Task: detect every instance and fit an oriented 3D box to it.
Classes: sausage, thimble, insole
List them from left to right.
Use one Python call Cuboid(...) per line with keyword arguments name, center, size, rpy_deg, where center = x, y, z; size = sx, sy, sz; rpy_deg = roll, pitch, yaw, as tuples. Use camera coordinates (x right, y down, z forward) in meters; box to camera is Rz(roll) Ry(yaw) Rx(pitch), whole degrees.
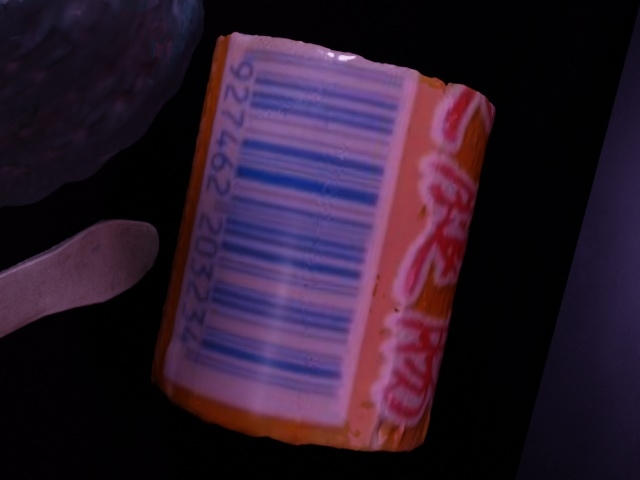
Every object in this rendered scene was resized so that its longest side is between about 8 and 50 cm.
Cuboid(name="thimble", center=(-0.159, -0.136, 0.486), size=(0.235, 0.198, 0.143), rpy_deg=(-62, 150, -13))
Cuboid(name="insole", center=(-0.180, 0.025, 0.713), size=(0.192, 0.010, 0.063), rpy_deg=(-29, 127, -54))
Cuboid(name="sausage", center=(0.000, 0.000, 0.796), size=(0.233, 0.233, 0.287), rpy_deg=(6, 95, -61))
